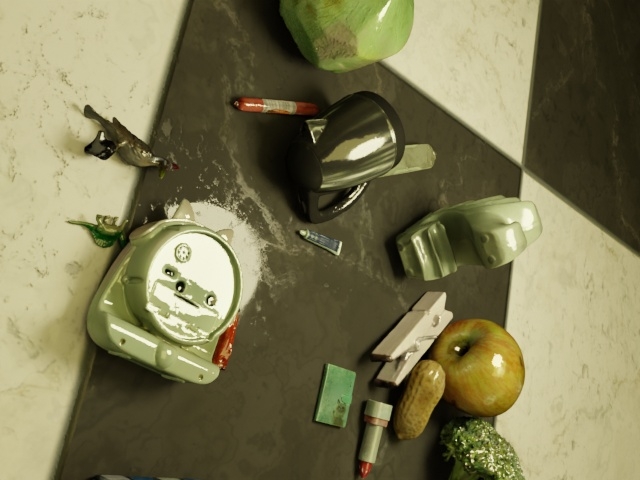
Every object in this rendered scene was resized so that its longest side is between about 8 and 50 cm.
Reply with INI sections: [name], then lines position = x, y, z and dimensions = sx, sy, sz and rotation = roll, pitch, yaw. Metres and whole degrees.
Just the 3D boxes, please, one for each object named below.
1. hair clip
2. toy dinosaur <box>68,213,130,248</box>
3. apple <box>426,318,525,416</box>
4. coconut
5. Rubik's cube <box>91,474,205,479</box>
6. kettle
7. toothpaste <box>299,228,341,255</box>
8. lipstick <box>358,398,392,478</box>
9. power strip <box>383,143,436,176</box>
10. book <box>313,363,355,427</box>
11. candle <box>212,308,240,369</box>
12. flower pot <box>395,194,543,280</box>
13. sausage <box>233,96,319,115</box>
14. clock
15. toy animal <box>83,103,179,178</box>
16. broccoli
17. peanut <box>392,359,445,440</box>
[hair clip]
position = 0.241, 0.252, 1.679
dimensions = 0.331, 0.085, 0.101
rotation = -40, 115, -44
[toy dinosaur]
position = -0.398, -0.017, 1.157
dimensions = 0.119, 0.029, 0.060
rotation = 8, 92, -42
[apple]
position = 0.430, 0.352, 1.731
dimensions = 0.264, 0.264, 0.264
rotation = 5, 82, -42
[coconut]
position = 0.068, -0.542, 1.434
dimensions = 0.281, 0.328, 0.328
rotation = -11, 94, -40
[Rubik's cube]
position = -0.230, 0.563, 1.058
dimensions = 0.287, 0.293, 0.292
rotation = 18, 74, -35
[kettle]
position = 0.027, -0.197, 1.481
dimensions = 0.271, 0.251, 0.207
rotation = -31, 77, -33
[toothpaste]
position = 0.000, 0.000, 1.524
dimensions = 0.140, 0.021, 0.037
rotation = 24, 77, -41
[lipstick]
position = 0.124, 0.492, 1.570
dimensions = 0.063, 0.057, 0.186
rotation = 26, 74, -38
[power strip]
position = 0.220, -0.222, 1.730
dimensions = 0.286, 0.048, 0.080
rotation = -14, 97, -43
[book]
position = 0.038, 0.373, 1.524
dimensions = 0.103, 0.017, 0.135
rotation = 26, 69, -37
[candle]
position = -0.191, 0.189, 1.311
dimensions = 0.048, 0.053, 0.162
rotation = 33, 62, -42
[flower pot]
position = 0.388, -0.007, 1.645
dimensions = 0.254, 0.367, 0.165
rotation = -28, 101, -42
[sausage]
position = -0.096, -0.306, 1.458
dimensions = 0.253, 0.034, 0.034
rotation = -5, 89, -42
[clock]
position = -0.265, 0.089, 1.205
dimensions = 0.265, 0.108, 0.324
rotation = 35, 65, -36
[toy animal]
position = -0.352, -0.172, 1.188
dimensions = 0.202, 0.070, 0.105
rotation = 23, 52, -35
[broccoli]
position = 0.437, 0.625, 1.709
dimensions = 0.288, 0.235, 0.260
rotation = -84, 180, -66
[peanut]
position = 0.254, 0.413, 1.636
dimensions = 0.108, 0.095, 0.226
rotation = 14, 100, -61
